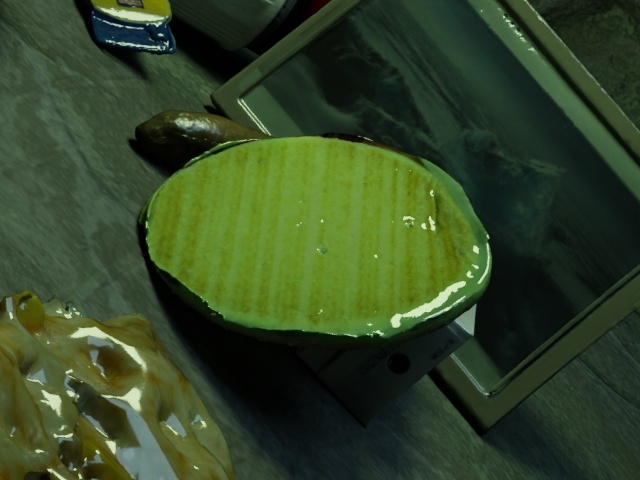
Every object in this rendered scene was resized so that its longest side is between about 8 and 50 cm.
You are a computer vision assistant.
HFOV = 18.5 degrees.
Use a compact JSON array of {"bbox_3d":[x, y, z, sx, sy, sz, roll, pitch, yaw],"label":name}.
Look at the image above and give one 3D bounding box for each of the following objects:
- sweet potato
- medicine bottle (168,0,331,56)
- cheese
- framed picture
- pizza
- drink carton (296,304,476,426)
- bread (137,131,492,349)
[{"bbox_3d":[-0.070,-0.073,1.852,0.273,0.075,0.075,23,30,-53],"label":"sweet potato"},{"bbox_3d":[0.001,-0.238,2.159,0.395,0.242,0.242,24,26,-23],"label":"medicine bottle"},{"bbox_3d":[-0.207,-0.289,1.966,0.177,0.069,0.270,4,52,-29],"label":"cheese"},{"bbox_3d":[0.148,-0.075,1.999,0.446,0.326,0.028,50,-9,7],"label":"framed picture"},{"bbox_3d":[-0.116,0.180,1.167,0.392,0.080,0.435,51,19,11],"label":"pizza"},{"bbox_3d":[0.066,0.058,1.790,0.102,0.134,0.222,47,17,-11],"label":"drink carton"},{"bbox_3d":[-0.005,0.001,1.639,0.301,0.045,0.301,3,34,-2],"label":"bread"}]
